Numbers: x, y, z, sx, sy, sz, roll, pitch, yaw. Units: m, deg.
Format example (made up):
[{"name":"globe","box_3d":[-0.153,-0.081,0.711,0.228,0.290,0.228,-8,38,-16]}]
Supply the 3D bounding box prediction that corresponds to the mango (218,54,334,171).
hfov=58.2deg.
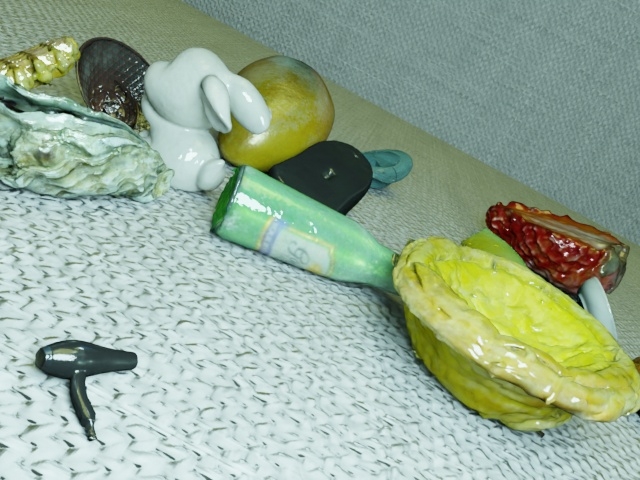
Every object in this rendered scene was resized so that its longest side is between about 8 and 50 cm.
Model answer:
[{"name":"mango","box_3d":[-0.087,-0.249,1.132,0.221,0.199,0.384,35,33,-2]}]

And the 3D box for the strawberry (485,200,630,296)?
[{"name":"strawberry","box_3d":[0.548,0.022,1.376,0.336,0.149,0.265,28,25,29]}]

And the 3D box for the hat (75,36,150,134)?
[{"name":"hat","box_3d":[-0.330,-0.216,0.915,0.193,0.082,0.193,39,42,-46]}]

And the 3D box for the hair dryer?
[{"name":"hair dryer","box_3d":[-0.167,0.112,0.429,0.079,0.031,0.083,18,35,-48]}]

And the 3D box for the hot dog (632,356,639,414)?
[{"name":"hot dog","box_3d":[0.553,0.260,0.874,0.160,0.099,0.227,15,27,-30]}]

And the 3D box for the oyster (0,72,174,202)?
[{"name":"oyster","box_3d":[-0.311,-0.110,0.668,0.267,0.112,0.198,16,2,-10]}]

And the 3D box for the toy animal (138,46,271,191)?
[{"name":"toy animal","box_3d":[-0.180,-0.166,0.831,0.178,0.193,0.127,47,27,22]}]

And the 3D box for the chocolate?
[{"name":"chocolate","box_3d":[0.000,0.000,0.790,0.291,0.110,0.110,24,21,-17]}]

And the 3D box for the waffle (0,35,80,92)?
[{"name":"waffle","box_3d":[-0.413,-0.230,0.786,0.191,0.046,0.161,-4,35,24]}]

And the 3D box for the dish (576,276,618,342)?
[{"name":"dish","box_3d":[0.515,0.147,1.120,0.141,0.078,0.141,-15,90,-74]}]

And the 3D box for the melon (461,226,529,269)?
[{"name":"melon","box_3d":[0.383,0.046,1.224,0.113,0.053,0.262,11,26,-22]}]

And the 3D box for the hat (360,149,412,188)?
[{"name":"hat","box_3d":[0.130,-0.164,1.368,0.190,0.078,0.138,-12,33,-33]}]

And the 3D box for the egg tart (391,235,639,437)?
[{"name":"egg tart","box_3d":[0.222,0.123,0.723,0.345,0.133,0.345,25,20,-10]}]

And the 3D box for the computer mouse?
[{"name":"computer mouse","box_3d":[-0.001,-0.093,1.011,0.137,0.086,0.269,41,35,6]}]
